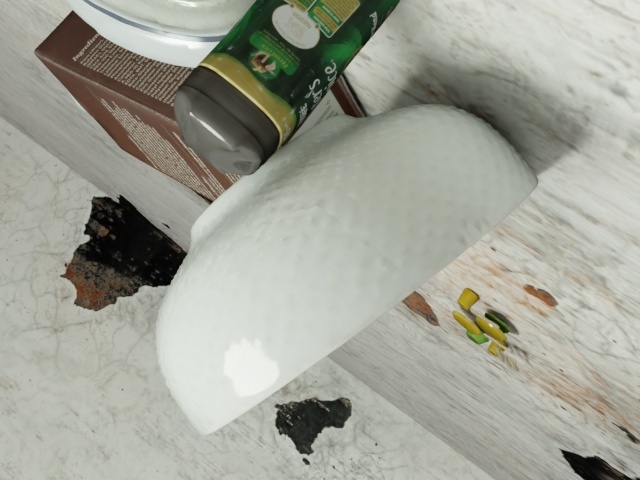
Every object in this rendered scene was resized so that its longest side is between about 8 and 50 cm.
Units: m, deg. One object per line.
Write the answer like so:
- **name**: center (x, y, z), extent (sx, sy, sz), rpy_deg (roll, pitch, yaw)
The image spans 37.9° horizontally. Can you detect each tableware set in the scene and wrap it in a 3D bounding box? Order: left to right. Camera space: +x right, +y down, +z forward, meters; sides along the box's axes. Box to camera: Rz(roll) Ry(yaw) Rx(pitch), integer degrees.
- **tableware set**: center (0.212, 0.110, 1.207), extent (0.104, 0.024, 0.154), rpy_deg (34, 168, 36)

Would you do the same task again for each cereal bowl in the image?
- **cereal bowl**: center (0.000, 0.000, 0.752), extent (0.141, 0.339, 0.339), rpy_deg (53, 167, 1)

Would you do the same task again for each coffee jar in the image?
- **coffee jar**: center (-0.024, -0.132, 0.658), extent (0.079, 0.184, 0.096), rpy_deg (40, 167, -3)

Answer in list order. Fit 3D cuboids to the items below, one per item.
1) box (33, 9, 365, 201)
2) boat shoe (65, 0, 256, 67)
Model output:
- **box**: center (-0.121, -0.141, 1.011), extent (0.381, 0.143, 0.191), rpy_deg (27, 163, 38)
- **boat shoe**: center (-0.175, -0.286, 0.730), extent (0.367, 0.136, 0.156), rpy_deg (42, 156, 21)
